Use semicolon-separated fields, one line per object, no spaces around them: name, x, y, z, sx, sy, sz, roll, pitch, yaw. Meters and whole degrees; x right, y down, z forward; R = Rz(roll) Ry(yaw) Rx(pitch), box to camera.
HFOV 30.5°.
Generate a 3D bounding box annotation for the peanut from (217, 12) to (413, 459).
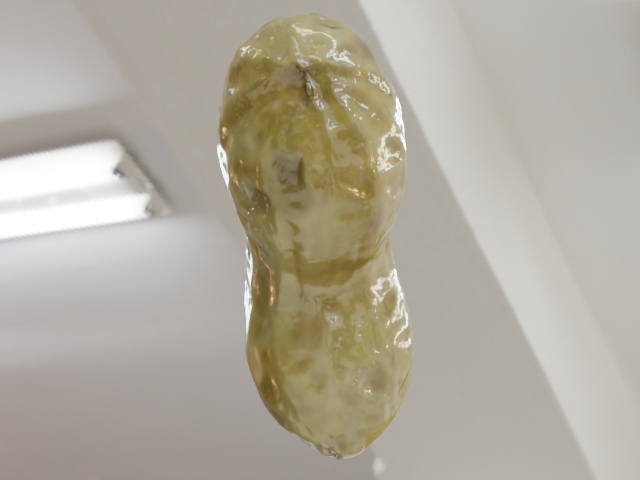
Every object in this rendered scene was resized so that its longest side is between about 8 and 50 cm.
peanut;0.000;0.000;0.602;0.098;0.103;0.230;3;-70;27
